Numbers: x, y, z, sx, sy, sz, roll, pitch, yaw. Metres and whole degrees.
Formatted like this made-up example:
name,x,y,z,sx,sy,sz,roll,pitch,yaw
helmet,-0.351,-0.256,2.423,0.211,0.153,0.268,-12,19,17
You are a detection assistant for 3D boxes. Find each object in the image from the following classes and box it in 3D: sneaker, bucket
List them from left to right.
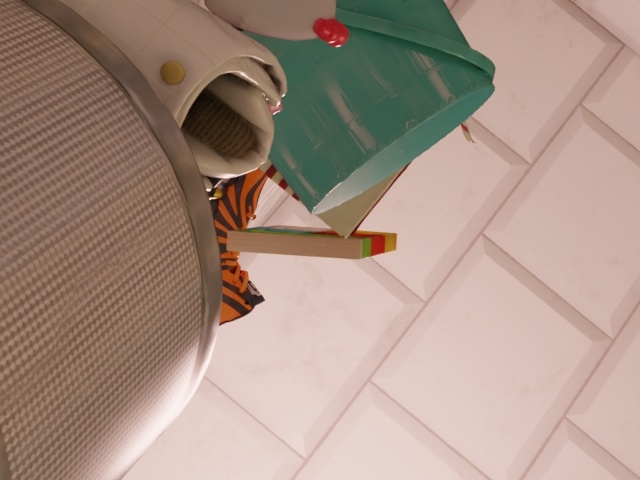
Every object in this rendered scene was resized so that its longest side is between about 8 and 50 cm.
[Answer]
name,x,y,z,sx,sy,sz,roll,pitch,yaw
sneaker,-0.104,-0.081,0.624,0.108,0.169,0.292,-52,180,-2
sneaker,-0.135,0.012,1.801,0.321,0.180,0.124,-51,179,1
bucket,0.040,-0.168,1.238,0.281,0.183,0.281,-34,175,-3

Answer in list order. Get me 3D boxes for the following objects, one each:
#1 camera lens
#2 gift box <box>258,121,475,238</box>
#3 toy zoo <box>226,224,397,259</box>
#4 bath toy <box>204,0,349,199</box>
name,x,y,z,sx,sy,sz,roll,pitch,yaw
camera lens,-0.173,0.036,0.368,0.219,0.219,0.274,-51,179,30
gift box,0.051,-0.161,1.575,0.258,0.276,0.255,-52,-177,6
toy zoo,0.000,0.000,1.701,0.293,0.192,0.030,-9,103,-74
bath toy,-0.099,-0.106,0.955,0.348,0.129,0.151,-52,178,23
